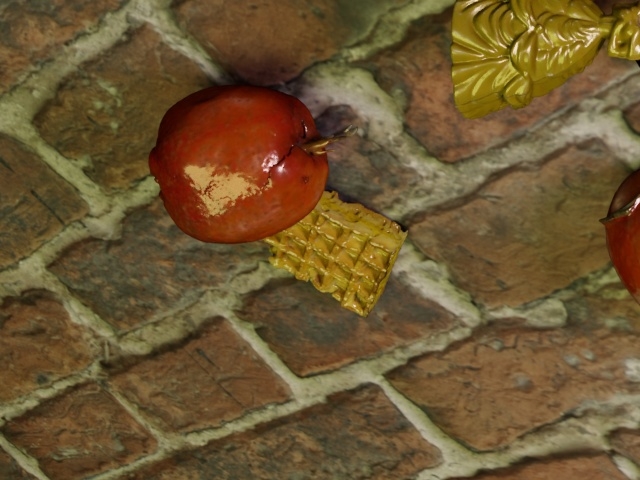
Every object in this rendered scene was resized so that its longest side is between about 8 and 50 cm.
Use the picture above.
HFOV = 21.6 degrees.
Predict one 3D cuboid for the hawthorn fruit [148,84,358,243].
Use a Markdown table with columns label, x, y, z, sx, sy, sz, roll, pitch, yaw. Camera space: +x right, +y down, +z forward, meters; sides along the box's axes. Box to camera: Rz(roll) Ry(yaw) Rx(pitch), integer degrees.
| label | x | y | z | sx | sy | sz | roll | pitch | yaw |
| --- | --- | --- | --- | --- | --- | --- | --- | --- | --- |
| hawthorn fruit | -0.078 | -0.104 | 2.133 | 0.299 | 0.211 | 0.211 | -13 | 123 | 26 |

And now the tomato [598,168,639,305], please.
| label | x | y | z | sx | sy | sz | roll | pitch | yaw |
| --- | --- | --- | --- | --- | --- | --- | --- | --- | --- |
| tomato | 0.461 | 0.039 | 1.905 | 0.309 | 0.170 | 0.309 | 21 | 139 | 19 |

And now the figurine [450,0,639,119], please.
| label | x | y | z | sx | sy | sz | roll | pitch | yaw |
| --- | --- | --- | --- | --- | --- | --- | --- | --- | --- |
| figurine | 0.312 | -0.217 | 1.773 | 0.315 | 0.187 | 0.168 | 3 | 128 | 22 |

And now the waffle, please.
| label | x | y | z | sx | sy | sz | roll | pitch | yaw |
| --- | --- | --- | --- | --- | --- | --- | --- | --- | --- |
| waffle | 0.000 | 0.000 | 2.285 | 0.210 | 0.055 | 0.160 | 28 | 140 | 8 |
